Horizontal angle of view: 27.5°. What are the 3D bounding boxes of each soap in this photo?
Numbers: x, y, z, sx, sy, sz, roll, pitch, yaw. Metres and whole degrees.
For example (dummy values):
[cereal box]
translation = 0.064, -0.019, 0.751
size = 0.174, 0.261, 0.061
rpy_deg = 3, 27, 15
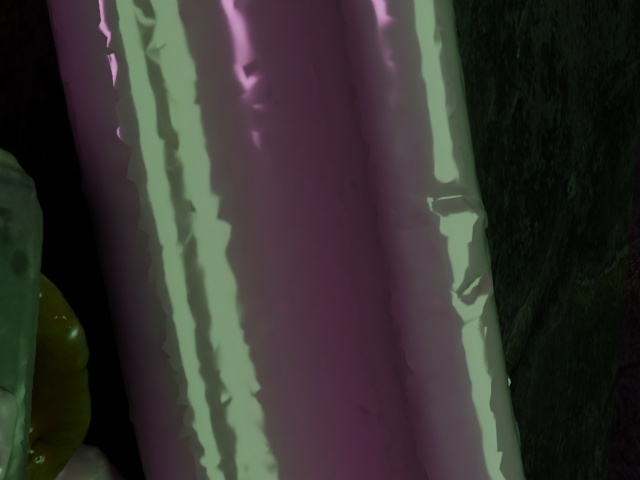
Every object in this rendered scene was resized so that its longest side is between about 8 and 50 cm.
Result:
[soap]
translation = 0.000, 0.000, 0.795
size = 0.350, 0.212, 0.435
rpy_deg = -66, 148, -75

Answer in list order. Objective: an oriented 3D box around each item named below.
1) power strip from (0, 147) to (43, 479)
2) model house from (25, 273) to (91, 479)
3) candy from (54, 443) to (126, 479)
[power strip]
translation = -0.141, 0.059, 0.406
size = 0.198, 0.064, 0.213
rpy_deg = 8, 84, -62
[model house]
translation = -0.209, 0.104, 0.517
size = 0.268, 0.173, 0.239
rpy_deg = 42, 52, -33
[candy]
translation = -0.188, 0.241, 0.679
size = 0.265, 0.115, 0.155
rpy_deg = -63, 148, -34
